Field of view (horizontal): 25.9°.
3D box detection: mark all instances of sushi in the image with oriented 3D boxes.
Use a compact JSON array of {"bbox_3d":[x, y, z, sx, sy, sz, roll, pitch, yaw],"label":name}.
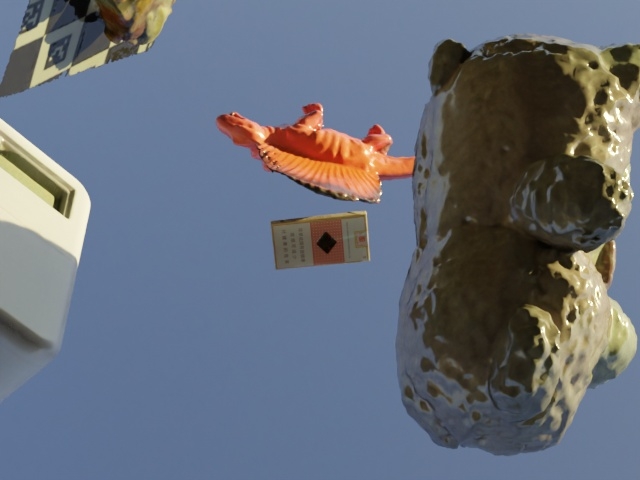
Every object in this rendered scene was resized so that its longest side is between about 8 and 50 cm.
[{"bbox_3d":[-0.094,-0.176,0.826,0.040,0.210,0.193,35,-151,12],"label":"sushi"}]

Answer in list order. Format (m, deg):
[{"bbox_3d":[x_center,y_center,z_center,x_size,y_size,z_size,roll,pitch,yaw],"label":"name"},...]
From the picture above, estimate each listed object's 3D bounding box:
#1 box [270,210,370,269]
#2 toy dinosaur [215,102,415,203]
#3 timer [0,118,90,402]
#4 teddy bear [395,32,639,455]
[{"bbox_3d":[0.000,0.000,1.204,0.083,0.046,0.012,-6,-155,-2],"label":"box"},{"bbox_3d":[0.041,-0.060,1.258,0.286,0.070,0.139,17,-163,-7],"label":"toy dinosaur"},{"bbox_3d":[-0.288,0.018,0.896,0.195,0.192,0.194,-38,-153,21],"label":"timer"},{"bbox_3d":[0.127,0.001,0.872,0.151,0.236,0.267,5,-108,-9],"label":"teddy bear"}]
